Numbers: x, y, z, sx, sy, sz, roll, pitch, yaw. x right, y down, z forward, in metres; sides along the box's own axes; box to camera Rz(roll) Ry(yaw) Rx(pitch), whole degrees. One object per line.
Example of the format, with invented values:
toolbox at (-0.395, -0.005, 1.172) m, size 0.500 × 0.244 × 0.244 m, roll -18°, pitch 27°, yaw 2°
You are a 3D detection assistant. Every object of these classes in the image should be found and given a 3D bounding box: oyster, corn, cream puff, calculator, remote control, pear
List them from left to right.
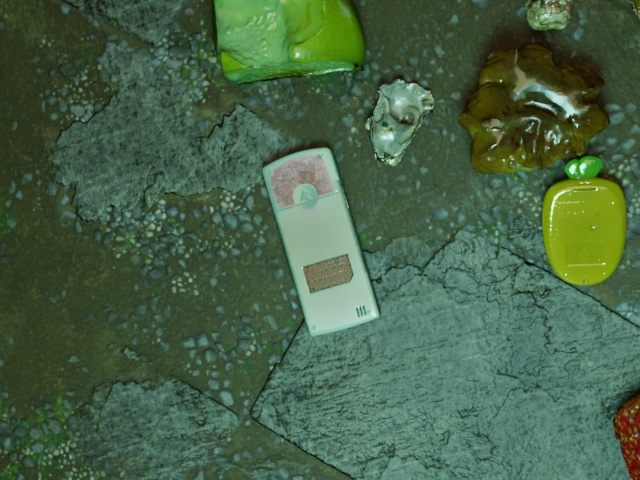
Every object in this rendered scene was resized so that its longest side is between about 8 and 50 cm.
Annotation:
pear at (-0.072, -0.434, 1.724) m, size 0.287 × 0.176 × 0.281 m, roll -5°, pitch 88°, yaw 9°
remote control at (0.000, 0.000, 1.774) m, size 0.145 × 0.050 × 0.343 m, roll -16°, pitch 87°, yaw 10°
oyster at (0.134, -0.219, 1.748) m, size 0.108 × 0.053 × 0.165 m, roll 28°, pitch 88°, yaw -10°
cream puff at (0.364, -0.221, 1.662) m, size 0.241 × 0.155 × 0.269 m, roll 42°, pitch 91°, yaw 2°
corn at (0.402, -0.500, 1.683) m, size 0.086 × 0.086 × 0.253 m, roll -4°, pitch 87°, yaw 10°
calculator at (0.469, -0.033, 1.679) m, size 0.146 × 0.032 × 0.234 m, roll -3°, pitch 104°, yaw 9°

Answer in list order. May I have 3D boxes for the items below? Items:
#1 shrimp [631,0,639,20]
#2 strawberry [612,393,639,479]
shrimp at (0.602, -0.464, 1.674) m, size 0.124 × 0.034 × 0.178 m, roll -17°, pitch 83°, yaw 3°
strawberry at (0.678, 0.360, 1.567) m, size 0.292 × 0.292 × 0.343 m, roll -41°, pitch 69°, yaw 8°
